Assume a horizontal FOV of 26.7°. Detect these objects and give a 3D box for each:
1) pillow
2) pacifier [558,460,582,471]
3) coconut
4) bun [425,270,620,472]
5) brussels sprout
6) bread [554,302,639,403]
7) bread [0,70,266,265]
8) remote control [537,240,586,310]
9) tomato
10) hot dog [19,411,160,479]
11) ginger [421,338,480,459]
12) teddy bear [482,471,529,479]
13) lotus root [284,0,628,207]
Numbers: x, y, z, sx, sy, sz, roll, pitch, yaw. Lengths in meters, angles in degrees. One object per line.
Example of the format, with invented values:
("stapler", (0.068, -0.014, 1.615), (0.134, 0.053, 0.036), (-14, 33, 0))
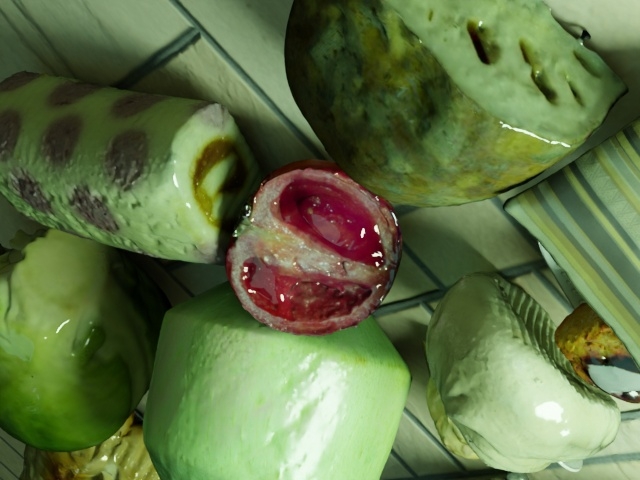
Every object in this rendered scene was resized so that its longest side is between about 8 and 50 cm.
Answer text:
("pillow", (0.291, -0.011, 1.083), (0.212, 0.052, 0.208), (-34, 110, 22))
("pacifier", (0.266, 0.201, 1.475), (0.078, 0.081, 0.099), (-44, 74, 27))
("coconut", (-0.045, 0.174, 1.538), (0.328, 0.328, 0.281), (47, 167, -16))
("bun", (0.185, 0.141, 1.312), (0.231, 0.133, 0.231), (41, -167, -12))
("brussels sprout", (-0.342, 0.113, 1.767), (0.315, 0.276, 0.371), (55, 158, 0))
("bread", (0.345, 0.104, 1.207), (0.269, 0.095, 0.139), (3, 158, 12))
("bread", (-0.227, -0.078, 1.502), (0.338, 0.155, 0.187), (12, 145, 36))
("remote control", (0.272, 0.045, 1.266), (0.073, 0.044, 0.229), (-13, 134, 31))
("tomato", (0.000, 0.000, 1.404), (0.173, 0.099, 0.189), (28, 115, 0))
("hot dog", (-0.328, 0.380, 2.201), (0.367, 0.196, 0.365), (26, 150, 7))
("ginger", (0.176, 0.211, 1.525), (0.115, 0.122, 0.193), (-5, 138, 23))
("teddy bear", (0.207, 0.396, 1.704), (0.236, 0.151, 0.267), (27, 144, 4))
("lotus root", (0.065, -0.134, 1.140), (0.267, 0.149, 0.260), (45, 148, -7))
